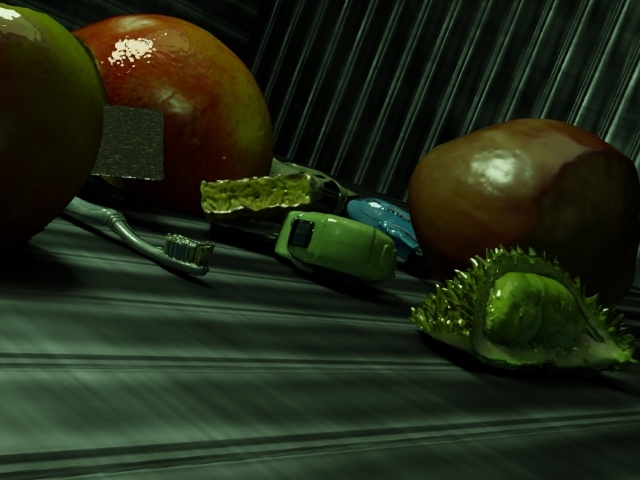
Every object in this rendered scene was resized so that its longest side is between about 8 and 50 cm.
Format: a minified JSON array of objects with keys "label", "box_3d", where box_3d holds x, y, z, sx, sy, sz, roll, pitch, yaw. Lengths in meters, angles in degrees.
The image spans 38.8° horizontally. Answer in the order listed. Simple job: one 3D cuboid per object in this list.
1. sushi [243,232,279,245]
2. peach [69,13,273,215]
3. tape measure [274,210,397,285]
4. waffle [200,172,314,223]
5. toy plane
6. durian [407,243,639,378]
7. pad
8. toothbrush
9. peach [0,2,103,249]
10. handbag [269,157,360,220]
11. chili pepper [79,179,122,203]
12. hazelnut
[{"label":"sushi","box_3d":[0.000,0.000,1.479,0.193,0.040,0.210,21,8,22]},{"label":"peach","box_3d":[-0.240,-0.210,1.501,0.380,0.306,0.242,19,-2,-35]},{"label":"tape measure","box_3d":[0.026,0.012,1.252,0.178,0.087,0.154,15,-6,-2]},{"label":"waffle","box_3d":[-0.093,-0.059,1.371,0.161,0.055,0.211,-6,-4,-3]},{"label":"toy plane","box_3d":[0.164,0.000,1.629,0.271,0.105,0.254,19,6,19]},{"label":"durian","box_3d":[0.243,0.110,1.117,0.352,0.158,0.169,12,44,-38]},{"label":"pad","box_3d":[-0.380,-0.147,1.239,0.330,0.004,0.220,4,32,-12]},{"label":"toothbrush","box_3d":[-0.281,-0.036,1.079,0.414,0.042,0.035,20,7,32]},{"label":"peach","box_3d":[-0.307,-0.103,0.815,0.231,0.230,0.231,18,7,-2]},{"label":"handbag","box_3d":[-0.078,-0.109,1.828,0.253,0.109,0.316,19,0,32]},{"label":"chili pepper","box_3d":[-0.324,-0.074,1.289,0.091,0.030,0.034,19,-18,-14]},{"label":"hazelnut","box_3d":[0.318,-0.032,1.404,0.366,0.365,0.366,18,7,-2]}]
